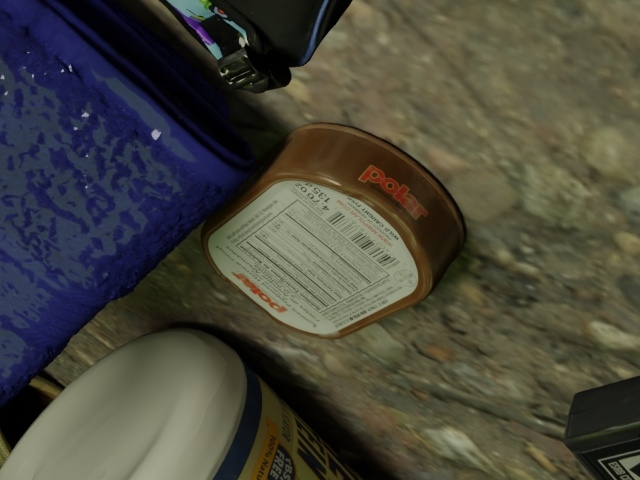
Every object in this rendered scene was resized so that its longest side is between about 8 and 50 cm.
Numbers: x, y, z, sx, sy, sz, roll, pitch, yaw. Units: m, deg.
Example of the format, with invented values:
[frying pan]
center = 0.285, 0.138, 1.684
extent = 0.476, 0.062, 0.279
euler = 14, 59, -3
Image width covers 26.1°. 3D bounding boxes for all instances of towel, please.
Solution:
[towel]
center = -0.211, -0.022, 0.710
extent = 0.227, 0.076, 0.308
euler = 40, 115, -18

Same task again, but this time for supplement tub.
[supplement tub]
center = -0.057, 0.238, 0.967
extent = 0.316, 0.228, 0.228
euler = 47, 150, -24

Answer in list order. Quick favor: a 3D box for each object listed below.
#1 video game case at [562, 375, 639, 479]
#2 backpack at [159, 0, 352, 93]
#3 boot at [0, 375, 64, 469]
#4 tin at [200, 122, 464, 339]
[video game case]
center = 0.277, 0.127, 0.554
extent = 0.248, 0.035, 0.275
euler = -23, 121, 39
[backpack]
center = -0.042, -0.154, 0.428
extent = 0.173, 0.117, 0.158
euler = 34, 153, -1
[boot]
center = -0.292, 0.193, 1.307
extent = 0.203, 0.095, 0.262
euler = 9, 140, 38
[tin]
center = 0.000, 0.000, 0.728
extent = 0.106, 0.040, 0.189
euler = 43, 152, -8
